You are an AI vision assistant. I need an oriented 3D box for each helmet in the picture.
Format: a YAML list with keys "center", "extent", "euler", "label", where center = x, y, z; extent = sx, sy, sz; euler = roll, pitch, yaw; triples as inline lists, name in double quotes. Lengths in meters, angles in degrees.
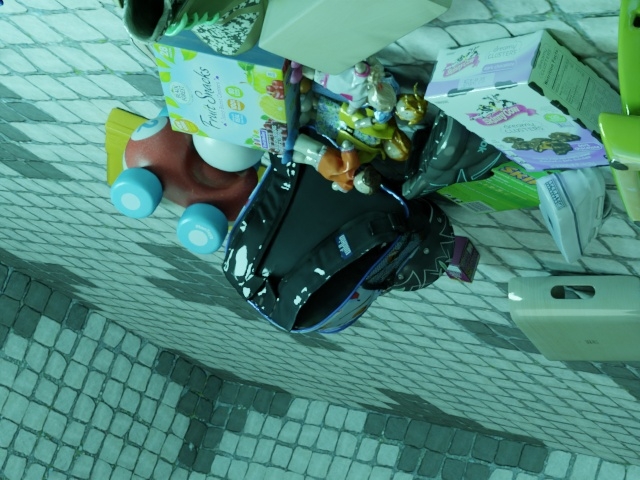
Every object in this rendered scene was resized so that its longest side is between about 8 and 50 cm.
- center: [0.130, 0.002, 1.971]
  extent: [0.162, 0.169, 0.169]
  euler: [33, 167, 14]
  label: "helmet"

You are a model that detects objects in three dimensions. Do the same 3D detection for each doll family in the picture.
- center: [0.053, -0.170, 1.630]
  extent: [0.163, 0.118, 0.263]
  euler: [23, 147, 11]
  label: "doll family"

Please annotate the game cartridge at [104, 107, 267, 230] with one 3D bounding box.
- center: [-0.242, -0.114, 2.233]
  extent: [0.285, 0.052, 0.323]
  euler: [20, 165, -3]
  label: "game cartridge"

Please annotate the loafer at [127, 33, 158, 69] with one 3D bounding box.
- center: [-0.207, -0.254, 1.739]
  extent: [0.125, 0.045, 0.039]
  euler: [33, 153, -32]
  label: "loafer"

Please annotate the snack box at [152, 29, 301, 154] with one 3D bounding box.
- center: [-0.118, -0.207, 1.667]
  extent: [0.175, 0.070, 0.207]
  euler: [14, 153, 8]
  label: "snack box"

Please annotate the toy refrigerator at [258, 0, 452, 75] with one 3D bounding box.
- center: [0.037, -0.263, 1.330]
  extent: [0.102, 0.094, 0.269]
  euler: [18, 166, -20]
  label: "toy refrigerator"

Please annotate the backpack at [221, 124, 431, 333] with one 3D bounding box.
- center: [0.000, 0.000, 1.832]
  extent: [0.276, 0.263, 0.213]
  euler: [45, -172, 27]
  label: "backpack"

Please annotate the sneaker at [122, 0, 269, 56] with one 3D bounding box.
- center: [-0.166, -0.278, 1.346]
  extent: [0.158, 0.182, 0.410]
  euler: [15, 164, 17]
  label: "sneaker"

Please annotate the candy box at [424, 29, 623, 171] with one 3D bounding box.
- center: [0.248, -0.156, 1.465]
  extent: [0.196, 0.070, 0.165]
  euler: [30, 161, -34]
  label: "candy box"

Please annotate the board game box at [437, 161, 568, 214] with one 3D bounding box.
- center: [0.257, -0.084, 1.759]
  extent: [0.124, 0.039, 0.259]
  euler: [27, 165, -27]
  label: "board game box"

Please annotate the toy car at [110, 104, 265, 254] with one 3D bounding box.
- center: [-0.162, -0.149, 1.855]
  extent: [0.210, 0.219, 0.238]
  euler: [29, 130, -6]
  label: "toy car"

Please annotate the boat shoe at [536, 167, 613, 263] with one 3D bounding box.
- center: [0.335, -0.036, 1.630]
  extent: [0.084, 0.095, 0.258]
  euler: [-25, 167, 6]
  label: "boat shoe"

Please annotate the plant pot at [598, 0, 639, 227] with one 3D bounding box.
- center: [0.383, -0.120, 1.176]
  extent: [0.228, 0.207, 0.227]
  euler: [13, 164, 25]
  label: "plant pot"

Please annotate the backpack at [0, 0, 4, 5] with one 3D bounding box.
- center: [-0.427, -0.325, 1.520]
  extent: [0.117, 0.173, 0.158]
  euler: [30, 160, -33]
  label: "backpack"

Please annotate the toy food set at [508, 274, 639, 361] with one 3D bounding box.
- center: [0.469, 0.131, 2.168]
  extent: [0.220, 0.092, 0.306]
  euler: [-2, 157, 26]
  label: "toy food set"

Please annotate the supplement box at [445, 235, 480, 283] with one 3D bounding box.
- center: [0.234, 0.032, 2.139]
  extent: [0.043, 0.055, 0.083]
  euler: [12, 162, 27]
  label: "supplement box"

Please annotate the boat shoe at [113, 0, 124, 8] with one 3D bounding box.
- center: [-0.252, -0.333, 1.510]
  extent: [0.048, 0.056, 0.153]
  euler: [27, 164, 11]
  label: "boat shoe"

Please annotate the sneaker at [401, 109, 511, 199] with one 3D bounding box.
- center: [0.178, -0.103, 1.678]
  extent: [0.106, 0.101, 0.267]
  euler: [12, 171, -9]
  label: "sneaker"
